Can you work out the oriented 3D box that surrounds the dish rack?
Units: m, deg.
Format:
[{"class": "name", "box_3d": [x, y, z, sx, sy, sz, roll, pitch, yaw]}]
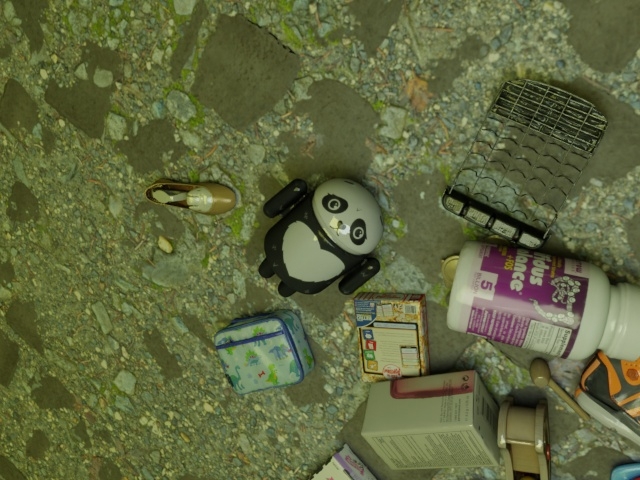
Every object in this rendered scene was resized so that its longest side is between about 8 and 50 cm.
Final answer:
[{"class": "dish rack", "box_3d": [0.350, -0.131, 0.949, 0.208, 0.074, 0.272, 28, 110, 14]}]

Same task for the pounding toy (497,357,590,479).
[{"class": "pounding toy", "box_3d": [0.418, 0.374, 1.016, 0.154, 0.154, 0.270, -2, 104, 26]}]

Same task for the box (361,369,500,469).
[{"class": "box", "box_3d": [0.223, 0.362, 1.090, 0.232, 0.127, 0.149, -16, 125, 30]}]

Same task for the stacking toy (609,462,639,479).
[{"class": "stacking toy", "box_3d": [0.583, 0.522, 0.897, 0.165, 0.302, 0.175, -18, 97, 28]}]

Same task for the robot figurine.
[{"class": "robot figurine", "box_3d": [-0.002, 0.000, 1.092, 0.278, 0.209, 0.174, -39, 48, 29]}]

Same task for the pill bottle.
[{"class": "pill bottle", "box_3d": [0.380, 0.106, 0.931, 0.301, 0.169, 0.169, 12, 109, 17]}]

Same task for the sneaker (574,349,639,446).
[{"class": "sneaker", "box_3d": [0.605, 0.279, 0.897, 0.321, 0.124, 0.180, 31, 114, 28]}]

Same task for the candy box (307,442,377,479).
[{"class": "candy box", "box_3d": [0.047, 0.611, 1.293, 0.165, 0.070, 0.196, 45, 118, 17]}]

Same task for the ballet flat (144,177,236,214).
[{"class": "ballet flat", "box_3d": [-0.307, -0.096, 1.266, 0.232, 0.073, 0.080, 7, 108, 23]}]

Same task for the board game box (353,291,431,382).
[{"class": "board game box", "box_3d": [0.152, 0.209, 1.155, 0.146, 0.045, 0.194, 0, 105, 25]}]

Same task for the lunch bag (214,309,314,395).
[{"class": "lunch bag", "box_3d": [-0.137, 0.260, 1.283, 0.218, 0.090, 0.176, -16, 95, 27]}]

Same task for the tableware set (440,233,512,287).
[{"class": "tableware set", "box_3d": [0.323, 0.069, 1.049, 0.168, 0.020, 0.141, -30, 94, 27]}]
